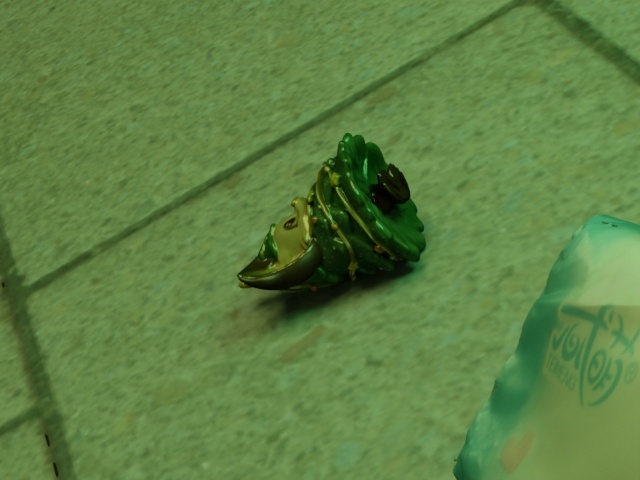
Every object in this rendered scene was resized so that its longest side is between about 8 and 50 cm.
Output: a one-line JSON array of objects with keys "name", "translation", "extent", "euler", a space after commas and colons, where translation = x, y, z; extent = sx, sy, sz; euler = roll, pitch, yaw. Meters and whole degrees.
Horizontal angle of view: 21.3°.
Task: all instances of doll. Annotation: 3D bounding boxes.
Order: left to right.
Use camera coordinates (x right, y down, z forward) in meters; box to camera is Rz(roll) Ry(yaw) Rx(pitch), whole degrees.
[{"name": "doll", "translation": [0.009, 0.006, 0.957], "extent": [0.113, 0.076, 0.078], "euler": [-50, -3, 21]}]

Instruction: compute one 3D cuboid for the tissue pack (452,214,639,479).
[{"name": "tissue pack", "translation": [0.173, 0.095, 0.478], "extent": [0.271, 0.201, 0.124], "euler": [-132, 62, -70]}]
